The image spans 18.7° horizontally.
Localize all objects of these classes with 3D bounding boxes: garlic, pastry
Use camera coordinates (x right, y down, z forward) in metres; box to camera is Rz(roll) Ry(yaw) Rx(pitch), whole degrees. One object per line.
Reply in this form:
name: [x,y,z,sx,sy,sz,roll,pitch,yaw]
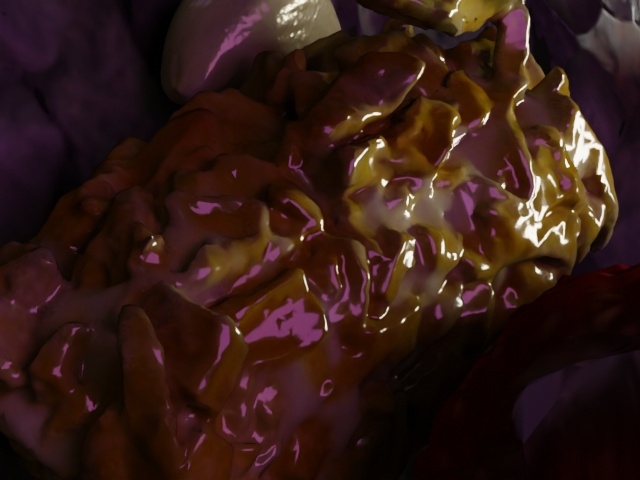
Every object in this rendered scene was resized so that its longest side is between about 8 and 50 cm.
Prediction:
garlic: [-0.020,-0.068,0.656,0.083,0.041,0.053,6,82,-51]
pastry: [0.000,0.000,0.601,0.250,0.102,0.154,-43,124,-35]

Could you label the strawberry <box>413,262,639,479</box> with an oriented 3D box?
strawberry: [0.173,0.107,0.606,0.351,0.312,0.267,36,38,-41]
